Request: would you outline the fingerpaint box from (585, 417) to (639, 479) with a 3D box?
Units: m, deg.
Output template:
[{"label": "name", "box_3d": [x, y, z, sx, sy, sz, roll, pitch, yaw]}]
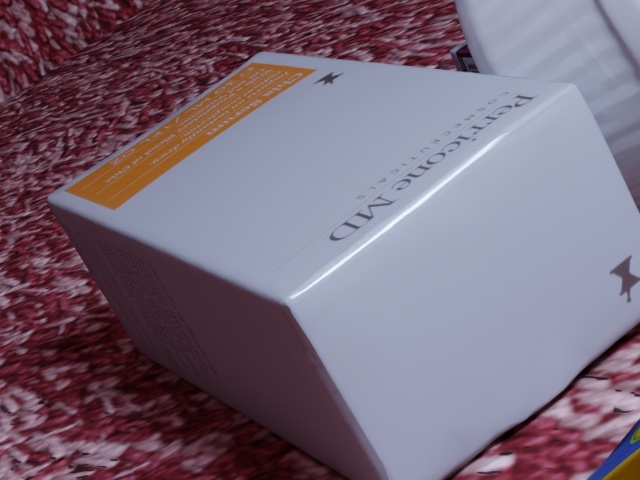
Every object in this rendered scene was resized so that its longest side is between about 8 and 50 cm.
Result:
[{"label": "fingerpaint box", "box_3d": [0.337, -0.052, 0.585, 0.445, 0.163, 0.371, -41, -9, -40]}]

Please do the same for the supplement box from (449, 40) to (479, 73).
[{"label": "supplement box", "box_3d": [0.233, -0.159, 1.347, 0.130, 0.073, 0.239, -34, 22, -22]}]

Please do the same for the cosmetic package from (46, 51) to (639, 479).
[{"label": "cosmetic package", "box_3d": [0.000, 0.000, 1.105, 0.230, 0.161, 0.453, -36, 23, -18]}]

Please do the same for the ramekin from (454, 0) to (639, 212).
[{"label": "ramekin", "box_3d": [0.203, -0.141, 1.089, 0.127, 0.273, 0.273, -30, 16, 29]}]
